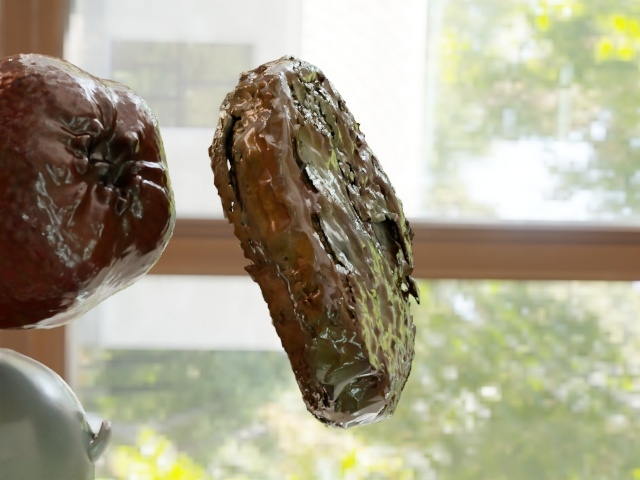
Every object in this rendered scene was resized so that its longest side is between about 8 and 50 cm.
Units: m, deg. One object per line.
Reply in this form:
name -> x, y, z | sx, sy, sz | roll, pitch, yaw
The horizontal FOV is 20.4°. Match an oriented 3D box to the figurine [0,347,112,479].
figurine -> -0.244, 0.259, 1.384 | 0.274, 0.226, 0.394 | -80, 162, -67

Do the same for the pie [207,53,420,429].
pie -> 0.001, 0.000, 1.292 | 0.308, 0.085, 0.308 | 57, 19, -32

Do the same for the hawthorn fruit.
hawthorn fruit -> -0.231, -0.028, 1.281 | 0.253, 0.205, 0.205 | -12, -107, 40
